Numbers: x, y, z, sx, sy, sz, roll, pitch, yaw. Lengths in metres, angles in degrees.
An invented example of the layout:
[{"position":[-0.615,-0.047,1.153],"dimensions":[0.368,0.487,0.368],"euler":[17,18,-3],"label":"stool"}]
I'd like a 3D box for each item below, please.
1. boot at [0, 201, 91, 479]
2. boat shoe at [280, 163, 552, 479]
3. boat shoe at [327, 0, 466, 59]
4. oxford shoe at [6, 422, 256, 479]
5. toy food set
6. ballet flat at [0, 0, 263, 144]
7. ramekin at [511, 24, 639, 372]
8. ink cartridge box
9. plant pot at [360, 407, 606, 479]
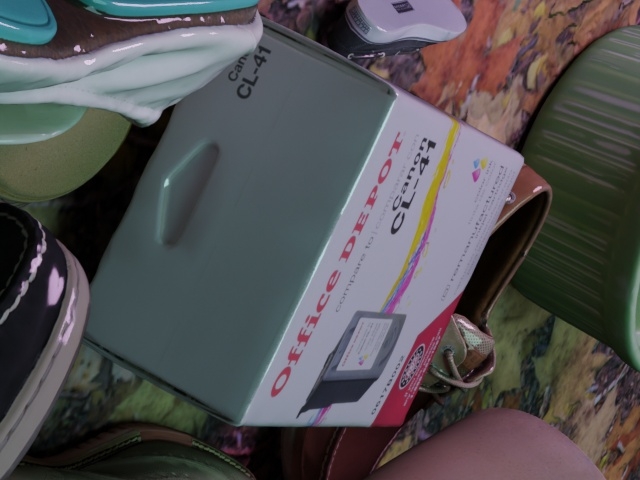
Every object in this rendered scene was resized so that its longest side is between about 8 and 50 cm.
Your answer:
[{"position":[-0.286,0.040,0.749],"dimensions":[0.377,0.138,0.284],"euler":[-41,127,-24],"label":"boot"},{"position":[0.074,0.070,1.404],"dimensions":[0.123,0.116,0.324],"euler":[21,94,-60],"label":"boat shoe"},{"position":[0.053,-0.153,1.284],"dimensions":[0.040,0.049,0.142],"euler":[-41,164,31],"label":"boat shoe"},{"position":[-0.126,0.206,1.165],"dimensions":[0.397,0.146,0.140],"euler":[7,103,-59],"label":"oxford shoe"},{"position":[-0.155,-0.078,1.029],"dimensions":[0.192,0.038,0.132],"euler":[-51,140,-12],"label":"toy food set"},{"position":[-0.166,-0.095,0.837],"dimensions":[0.400,0.139,0.139],"euler":[-5,116,-61],"label":"ballet flat"},{"position":[0.294,-0.045,1.627],"dimensions":[0.303,0.148,0.303],"euler":[-36,139,-39],"label":"ramekin"},{"position":[0.000,0.000,1.185],"dimensions":[0.226,0.131,0.306],"euler":[-65,161,5],"label":"ink cartridge box"},{"position":[0.054,0.279,1.308],"dimensions":[0.274,0.256,0.256],"euler":[-15,126,-34],"label":"plant pot"}]
